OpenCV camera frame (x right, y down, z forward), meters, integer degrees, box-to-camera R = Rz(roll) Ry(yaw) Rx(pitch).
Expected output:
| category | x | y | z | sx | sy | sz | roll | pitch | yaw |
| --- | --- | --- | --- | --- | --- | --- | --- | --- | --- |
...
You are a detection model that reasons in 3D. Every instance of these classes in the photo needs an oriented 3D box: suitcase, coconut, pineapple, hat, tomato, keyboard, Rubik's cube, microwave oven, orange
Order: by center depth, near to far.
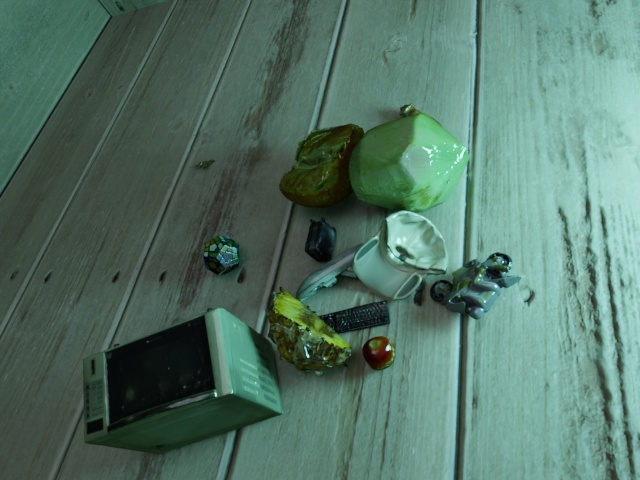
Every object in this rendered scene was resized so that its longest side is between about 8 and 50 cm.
| category | x | y | z | sx | sy | sz | roll | pitch | yaw |
| --- | --- | --- | --- | --- | --- | --- | --- | --- | --- |
| tomato | 0.149 | 0.285 | 1.191 | 0.087 | 0.075 | 0.087 | -12 | 52 | 15 |
| microwave oven | -0.351 | 0.363 | 1.207 | 0.394 | 0.333 | 0.247 | -21 | 57 | 10 |
| pineapple | -0.070 | 0.268 | 1.238 | 0.334 | 0.158 | 0.161 | 37 | 100 | 28 |
| keyboard | 0.078 | 0.220 | 1.298 | 0.231 | 0.023 | 0.072 | -15 | 52 | 15 |
| hat | 0.217 | 0.046 | 1.302 | 0.226 | 0.219 | 0.164 | -43 | 3 | 35 |
| coconut | 0.253 | -0.214 | 1.321 | 0.328 | 0.328 | 0.281 | -7 | 61 | 20 |
| suitcase | 0.000 | 0.000 | 1.435 | 0.059 | 0.086 | 0.126 | -11 | 54 | 37 |
| orange | 0.017 | -0.238 | 1.506 | 0.263 | 0.196 | 0.334 | 4 | 63 | 32 |
| Rubik's cube | -0.325 | 0.049 | 1.535 | 0.112 | 0.133 | 0.133 | 0 | 55 | -7 |

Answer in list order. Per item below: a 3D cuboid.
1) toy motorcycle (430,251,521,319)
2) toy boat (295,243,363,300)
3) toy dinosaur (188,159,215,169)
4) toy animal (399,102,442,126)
| category | x | y | z | sx | sy | sz | roll | pitch | yaw |
| --- | --- | --- | --- | --- | --- | --- | --- | --- | --- |
| toy motorcycle | 0.394 | 0.126 | 1.180 | 0.225 | 0.073 | 0.152 | -29 | 43 | 16 |
| toy boat | 0.037 | 0.105 | 1.359 | 0.260 | 0.078 | 0.085 | -33 | 75 | 0 |
| toy dinosaur | -0.480 | -0.303 | 1.883 | 0.113 | 0.026 | 0.041 | -19 | 46 | 2 |
| toy animal | 0.332 | -0.384 | 1.547 | 0.099 | 0.057 | 0.241 | -43 | 52 | -6 |
